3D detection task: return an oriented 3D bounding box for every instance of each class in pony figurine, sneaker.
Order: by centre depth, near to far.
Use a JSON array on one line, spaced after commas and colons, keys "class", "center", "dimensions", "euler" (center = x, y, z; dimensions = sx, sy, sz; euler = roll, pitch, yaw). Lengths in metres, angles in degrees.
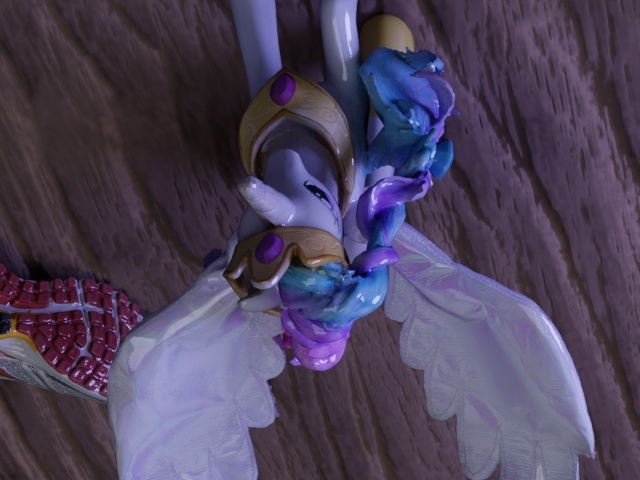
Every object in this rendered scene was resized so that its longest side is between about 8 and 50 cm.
[{"class": "pony figurine", "center": [0.000, 0.000, 1.171], "dimensions": [0.302, 0.363, 0.351], "euler": [-7, 132, 8]}, {"class": "sneaker", "center": [-0.225, 0.068, 1.443], "dimensions": [0.225, 0.088, 0.092], "euler": [25, 149, -20]}]
